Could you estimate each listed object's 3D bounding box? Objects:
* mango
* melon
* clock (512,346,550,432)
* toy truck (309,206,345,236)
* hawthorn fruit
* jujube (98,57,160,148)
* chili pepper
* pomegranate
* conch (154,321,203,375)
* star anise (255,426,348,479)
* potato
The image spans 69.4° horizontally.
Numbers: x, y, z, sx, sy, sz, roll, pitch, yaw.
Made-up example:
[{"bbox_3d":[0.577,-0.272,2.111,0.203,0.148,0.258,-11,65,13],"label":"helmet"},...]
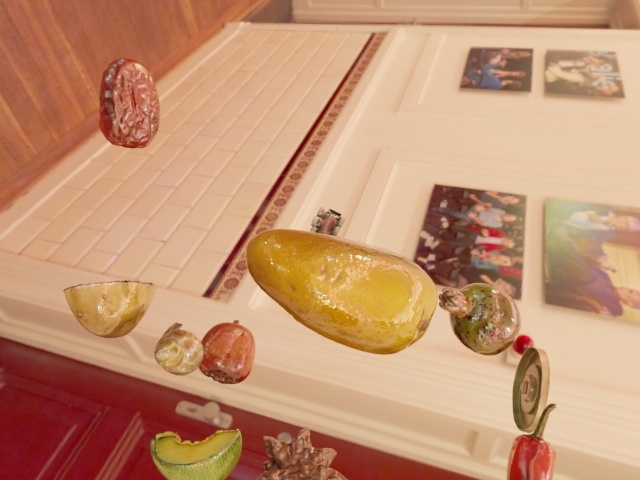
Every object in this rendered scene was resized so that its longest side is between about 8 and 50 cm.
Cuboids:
[{"bbox_3d":[0.040,0.076,0.832,0.182,0.364,0.253,-63,-168,6],"label":"mango"},{"bbox_3d":[-0.348,0.638,1.294,0.129,0.265,0.169,-81,162,-67],"label":"melon"},{"bbox_3d":[0.592,0.420,1.308,0.235,0.029,0.235,13,90,-80],"label":"clock"},{"bbox_3d":[0.000,0.000,1.363,0.116,0.085,0.191,100,16,-59],"label":"toy truck"},{"bbox_3d":[-0.258,0.304,1.301,0.169,0.169,0.188,77,25,-52],"label":"hawthorn fruit"},{"bbox_3d":[-0.387,-0.277,0.939,0.112,0.109,0.176,-30,129,-68],"label":"jujube"},{"bbox_3d":[0.400,0.474,0.826,0.137,0.092,0.368,-40,-162,33],"label":"chili pepper"},{"bbox_3d":[0.425,0.202,1.260,0.202,0.247,0.202,-47,-151,37],"label":"pomegranate"},{"bbox_3d":[-0.328,0.255,1.066,0.106,0.173,0.116,-18,107,-25],"label":"conch"},{"bbox_3d":[-0.083,0.658,1.296,0.315,0.315,0.108,-56,153,-53],"label":"star anise"},{"bbox_3d":[-0.462,0.158,1.033,0.202,0.182,0.117,88,-8,-77],"label":"potato"}]
